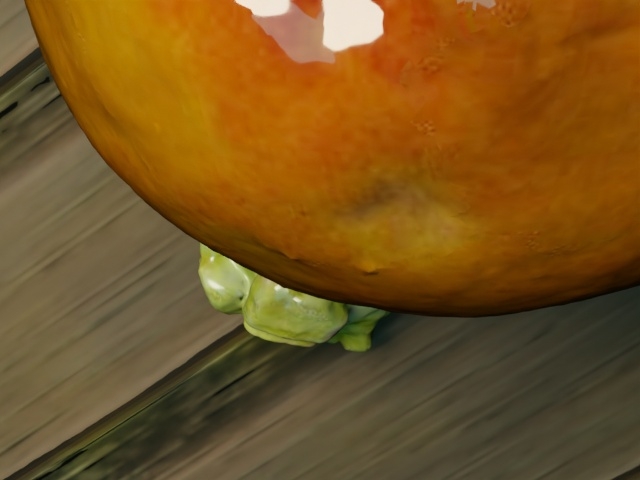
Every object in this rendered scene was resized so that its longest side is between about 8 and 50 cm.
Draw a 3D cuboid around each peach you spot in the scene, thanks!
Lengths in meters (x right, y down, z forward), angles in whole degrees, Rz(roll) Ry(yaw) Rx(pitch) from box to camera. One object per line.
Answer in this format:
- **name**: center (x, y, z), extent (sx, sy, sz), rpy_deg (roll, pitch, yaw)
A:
- **peach**: center (0.048, -0.136, 0.548), extent (0.342, 0.302, 0.343), rpy_deg (2, 112, 6)

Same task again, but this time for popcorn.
- **popcorn**: center (0.002, -0.001, 0.733), extent (0.109, 0.089, 0.097), rpy_deg (-15, 74, 4)
